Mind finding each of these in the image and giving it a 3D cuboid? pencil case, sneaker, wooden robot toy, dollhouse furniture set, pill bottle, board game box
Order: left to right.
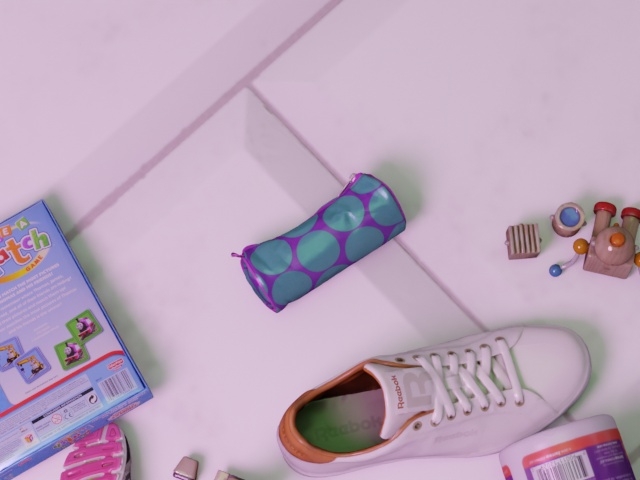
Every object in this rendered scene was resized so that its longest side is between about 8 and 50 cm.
[{"bbox_3d":[-0.270,0.090,1.644,0.160,0.039,0.211,-30,71,-5],"label":"board game box"},{"bbox_3d":[-0.186,0.245,1.610,0.063,0.075,0.170,-18,54,15],"label":"sneaker"},{"bbox_3d":[-0.099,0.239,1.579,0.091,0.114,0.081,21,83,4],"label":"dollhouse furniture set"},{"bbox_3d":[0.000,0.000,1.653,0.151,0.064,0.070,-34,94,-6],"label":"pencil case"},{"bbox_3d":[0.104,0.141,1.590,0.290,0.123,0.106,-18,75,-3],"label":"sneaker"},{"bbox_3d":[0.233,0.256,1.565,0.108,0.108,0.193,-17,78,-2],"label":"pill bottle"},{"bbox_3d":[0.255,-0.003,1.638,0.173,0.079,0.076,11,78,4],"label":"wooden robot toy"}]
